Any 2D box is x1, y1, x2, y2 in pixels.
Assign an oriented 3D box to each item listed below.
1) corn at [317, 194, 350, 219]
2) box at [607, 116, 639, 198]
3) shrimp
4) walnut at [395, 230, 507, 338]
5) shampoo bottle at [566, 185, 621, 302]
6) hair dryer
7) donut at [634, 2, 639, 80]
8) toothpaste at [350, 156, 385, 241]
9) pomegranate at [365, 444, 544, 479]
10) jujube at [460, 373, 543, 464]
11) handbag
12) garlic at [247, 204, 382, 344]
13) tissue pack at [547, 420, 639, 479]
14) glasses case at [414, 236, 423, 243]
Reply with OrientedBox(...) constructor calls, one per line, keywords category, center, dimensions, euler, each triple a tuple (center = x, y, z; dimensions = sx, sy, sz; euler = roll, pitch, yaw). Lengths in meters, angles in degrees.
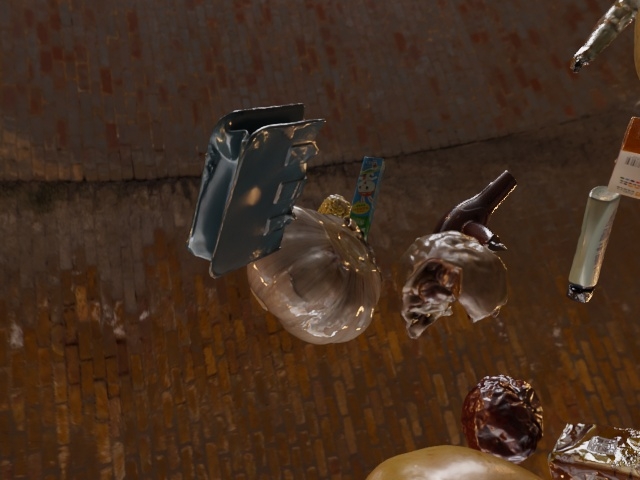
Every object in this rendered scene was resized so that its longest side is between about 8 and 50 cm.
OrientedBox(category="corn", center=(0.000, 0.000, 1.336), dimensions=(0.081, 0.249, 0.081), euler=(21, -151, -12))
OrientedBox(category="box", center=(0.771, -0.144, 1.144), dimensions=(0.273, 0.221, 0.091), euler=(22, -100, 24))
OrientedBox(category="shrimp", center=(0.523, -0.406, 0.892), dimensions=(0.068, 0.287, 0.185), euler=(47, -147, 3))
OrientedBox(category="walnut", center=(0.216, 0.061, 1.003), dimensions=(0.141, 0.238, 0.204), euler=(34, -128, -22))
OrientedBox(category="shampoo bottle", center=(0.804, 0.025, 1.617), dimensions=(0.078, 0.360, 0.134), euler=(22, -142, 35))
OrientedBox(category="hair dryer", center=(0.468, -0.051, 1.493), dimensions=(0.312, 0.340, 0.123), euler=(-44, -75, 5))
OrientedBox(category="donut", center=(0.520, -0.247, 0.470), dimensions=(0.198, 0.448, 0.450), euler=(22, -120, -44))
OrientedBox(category="toothpaste", center=(0.137, -0.126, 1.638), dimensions=(0.065, 0.050, 0.267), euler=(9, -110, 19))
OrientedBox(category="pomegranate", center=(0.090, 0.242, 0.347), dimensions=(0.208, 0.209, 0.209), euler=(6, -112, -17))
OrientedBox(category="jujube", center=(0.474, 0.470, 1.431), dimensions=(0.213, 0.213, 0.232), euler=(57, -152, 8))
OrientedBox(category="handbag", center=(-0.086, -0.071, 0.750), dimensions=(0.062, 0.229, 0.179), euler=(37, -144, 23))
OrientedBox(category="garlic", center=(-0.016, 0.067, 1.098), dimensions=(0.321, 0.241, 0.322), euler=(20, -157, -9))
OrientedBox(category="tissue pack", center=(0.705, 0.542, 1.342), dimensions=(0.183, 0.226, 0.092), euler=(-27, -74, -45))
OrientedBox(category="glasses case", center=(0.300, 0.090, 1.490), dimensions=(0.059, 0.092, 0.234), euler=(-12, -133, 6))
